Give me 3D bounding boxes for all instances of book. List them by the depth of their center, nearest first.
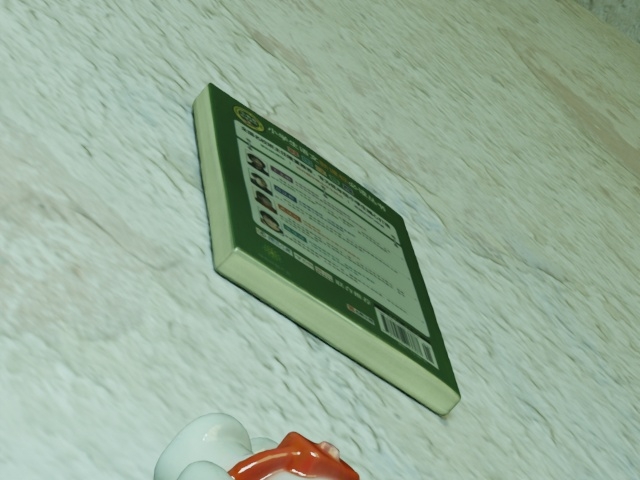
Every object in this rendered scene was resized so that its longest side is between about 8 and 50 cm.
[{"bbox_3d":[0.000,0.000,1.320,0.202,0.027,0.264,33,20,-23],"label":"book"}]

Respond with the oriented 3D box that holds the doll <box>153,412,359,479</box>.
[{"bbox_3d":[0.037,0.177,0.795,0.290,0.130,0.161,37,-3,40],"label":"doll"}]
